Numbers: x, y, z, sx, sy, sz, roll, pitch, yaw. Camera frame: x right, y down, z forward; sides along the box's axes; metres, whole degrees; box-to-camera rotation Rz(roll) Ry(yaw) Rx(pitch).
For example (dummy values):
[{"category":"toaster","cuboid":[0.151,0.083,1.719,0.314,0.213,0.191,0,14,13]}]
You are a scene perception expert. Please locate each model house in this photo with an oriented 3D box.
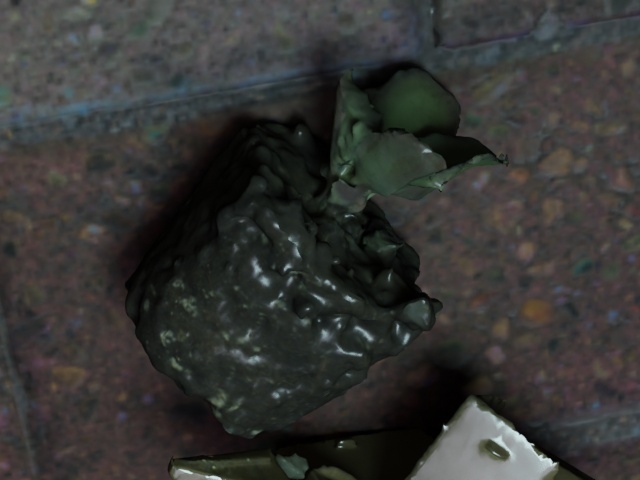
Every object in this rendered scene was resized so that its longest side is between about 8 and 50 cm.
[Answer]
[{"category":"model house","cuboid":[0.028,0.150,1.062,0.248,0.181,0.176,29,103,-33]}]

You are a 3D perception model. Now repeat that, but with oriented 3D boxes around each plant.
[{"category":"plant","cuboid":[0.000,0.000,1.032,0.131,0.142,0.203,36,117,-14]}]
